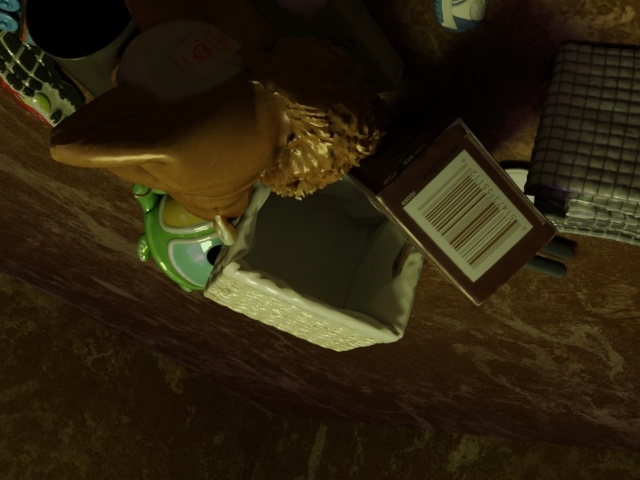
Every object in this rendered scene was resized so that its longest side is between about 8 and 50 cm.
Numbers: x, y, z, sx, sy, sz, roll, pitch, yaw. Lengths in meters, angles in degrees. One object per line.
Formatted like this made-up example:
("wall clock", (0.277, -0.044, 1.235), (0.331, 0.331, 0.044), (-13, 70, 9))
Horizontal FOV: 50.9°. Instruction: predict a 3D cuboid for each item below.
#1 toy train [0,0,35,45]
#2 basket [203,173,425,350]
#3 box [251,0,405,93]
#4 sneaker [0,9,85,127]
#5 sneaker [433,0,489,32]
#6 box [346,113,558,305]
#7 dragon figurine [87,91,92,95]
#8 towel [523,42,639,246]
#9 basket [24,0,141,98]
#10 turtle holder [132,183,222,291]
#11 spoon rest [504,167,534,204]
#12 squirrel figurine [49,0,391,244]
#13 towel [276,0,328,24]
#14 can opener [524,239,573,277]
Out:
("toy train", (-0.450, -0.380, 1.049), (0.105, 0.080, 0.184), (17, 154, -20))
("basket", (0.000, 0.000, 1.238), (0.332, 0.328, 0.266), (23, 158, -12))
("box", (-0.058, -0.313, 0.949), (0.232, 0.058, 0.322), (-5, 145, 38))
("sneaker", (-0.554, -0.303, 1.241), (0.118, 0.107, 0.279), (18, 154, 21))
("sneaker", (0.191, -0.328, 0.699), (0.131, 0.111, 0.296), (10, 155, 11))
("box", (0.156, -0.065, 0.949), (0.191, 0.143, 0.381), (46, -177, -12))
("dragon figurine", (-0.297, -0.237, 1.220), (0.144, 0.085, 0.289), (-4, 147, 38))
("towel", (0.415, -0.109, 0.853), (0.284, 0.234, 0.121), (10, 159, 16))
("basket", (-0.317, -0.300, 1.013), (0.154, 0.204, 0.227), (16, 164, 4))
("turtle holder", (-0.243, -0.048, 1.430), (0.228, 0.243, 0.320), (-9, 109, 42))
("spoon rest", (0.321, -0.011, 1.196), (0.137, 0.084, 0.276), (16, 131, 3))
("squirrel figurine", (-0.104, -0.129, 0.915), (0.397, 0.280, 0.370), (4, 156, 1))
("towel", (-0.062, -0.385, 0.730), (0.282, 0.049, 0.187), (32, 124, -29))
("can opener", (0.345, -0.003, 1.322), (0.284, 0.075, 0.095), (18, -173, -1))
